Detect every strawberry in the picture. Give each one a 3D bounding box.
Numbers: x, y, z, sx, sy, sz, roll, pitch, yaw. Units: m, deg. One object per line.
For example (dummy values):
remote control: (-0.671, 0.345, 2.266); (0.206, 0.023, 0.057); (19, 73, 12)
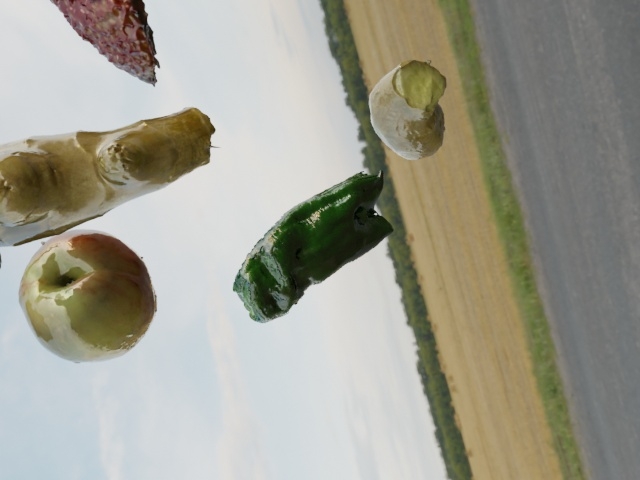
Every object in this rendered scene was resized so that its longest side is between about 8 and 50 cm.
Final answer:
strawberry: (-0.362, -0.393, 1.102); (0.306, 0.138, 0.233); (68, 159, 9)

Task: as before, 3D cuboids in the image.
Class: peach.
peach: (-0.367, 0.098, 1.118); (0.232, 0.232, 0.232); (-16, -90, -83)

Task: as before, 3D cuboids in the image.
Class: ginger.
ginger: (-0.331, -0.094, 0.848); (0.166, 0.375, 0.236); (64, -170, 19)
ginger: (0.180, -0.252, 1.386); (0.267, 0.152, 0.138); (55, -144, -64)

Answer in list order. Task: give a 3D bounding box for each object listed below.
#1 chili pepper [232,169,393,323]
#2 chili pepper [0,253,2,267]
chili pepper: (0.001, 0.000, 0.753); (0.061, 0.224, 0.098); (9, 131, 58)
chili pepper: (-0.620, 0.029, 1.306); (0.055, 0.035, 0.118); (95, 163, -54)
